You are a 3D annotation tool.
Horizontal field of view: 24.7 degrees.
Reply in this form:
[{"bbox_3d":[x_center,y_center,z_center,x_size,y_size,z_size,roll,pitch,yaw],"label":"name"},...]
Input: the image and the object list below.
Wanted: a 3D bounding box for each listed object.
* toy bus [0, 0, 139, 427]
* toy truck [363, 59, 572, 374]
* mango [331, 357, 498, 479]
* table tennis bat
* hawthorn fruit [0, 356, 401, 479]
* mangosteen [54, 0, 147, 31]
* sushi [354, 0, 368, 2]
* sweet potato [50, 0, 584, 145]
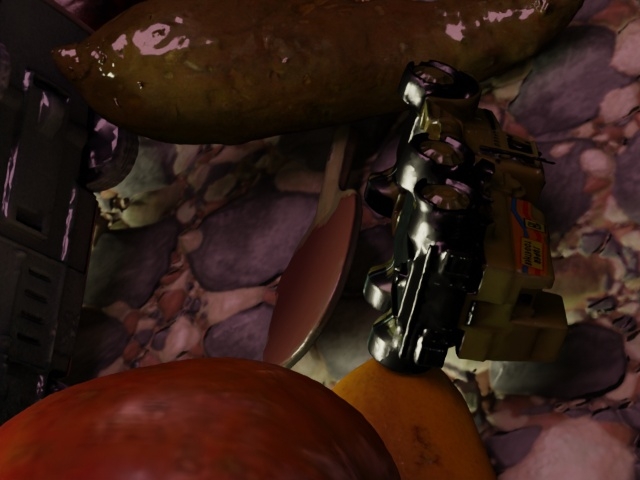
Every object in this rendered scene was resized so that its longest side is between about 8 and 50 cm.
[{"bbox_3d":[-0.313,0.007,1.185,0.233,0.203,0.426,-2,72,29],"label":"toy bus"},{"bbox_3d":[0.100,-0.021,1.014,0.127,0.127,0.257,8,32,-8],"label":"toy truck"},{"bbox_3d":[0.048,0.164,0.935,0.141,0.102,0.217,-10,53,22],"label":"mango"},{"bbox_3d":[0.000,0.000,1.126,0.131,0.022,0.234,-48,22,45],"label":"table tennis bat"},{"bbox_3d":[-0.076,0.198,0.769,0.284,0.284,0.284,-20,47,23],"label":"hawthorn fruit"},{"bbox_3d":[-0.190,-0.207,1.373,0.200,0.200,0.199,-20,47,23],"label":"mangosteen"},{"bbox_3d":[0.022,-0.208,1.286,0.118,0.060,0.061,-22,41,19],"label":"sushi"},{"bbox_3d":[-0.001,-0.148,1.169,0.423,0.130,0.130,-5,50,3],"label":"sweet potato"}]
